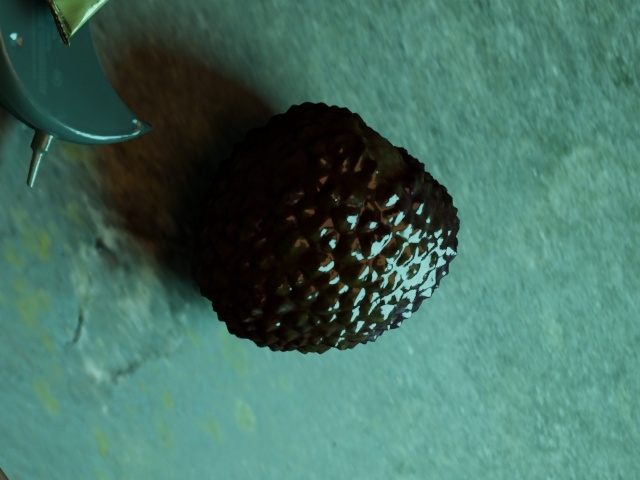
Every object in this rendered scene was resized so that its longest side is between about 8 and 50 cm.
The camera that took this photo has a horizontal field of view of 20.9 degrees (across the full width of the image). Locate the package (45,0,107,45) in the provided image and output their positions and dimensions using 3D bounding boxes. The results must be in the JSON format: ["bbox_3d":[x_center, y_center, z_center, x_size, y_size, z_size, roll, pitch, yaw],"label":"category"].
[{"bbox_3d":[-0.148,-0.200,1.085,0.120,0.031,0.108,-48,124,-27],"label":"package"}]

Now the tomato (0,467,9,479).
[{"bbox_3d":[-0.273,0.190,0.976,0.208,0.184,0.208,-12,104,-55],"label":"tomato"}]

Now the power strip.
[{"bbox_3d":[-0.168,-0.141,1.126,0.137,0.044,0.216,-4,98,-43],"label":"power strip"}]

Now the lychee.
[{"bbox_3d":[0.000,0.000,1.223,0.188,0.188,0.188,-8,101,-43],"label":"lychee"}]
